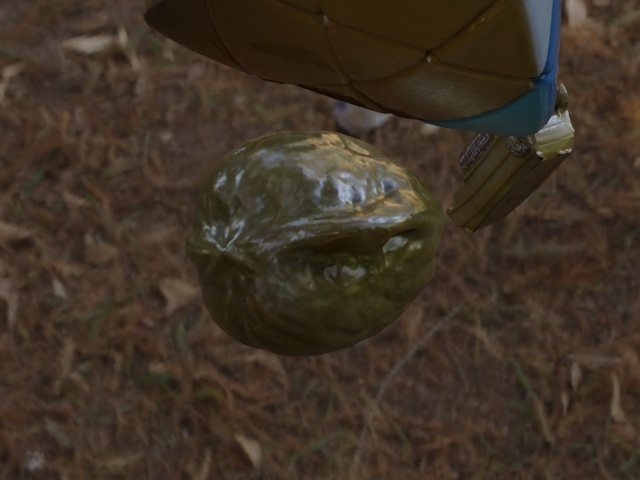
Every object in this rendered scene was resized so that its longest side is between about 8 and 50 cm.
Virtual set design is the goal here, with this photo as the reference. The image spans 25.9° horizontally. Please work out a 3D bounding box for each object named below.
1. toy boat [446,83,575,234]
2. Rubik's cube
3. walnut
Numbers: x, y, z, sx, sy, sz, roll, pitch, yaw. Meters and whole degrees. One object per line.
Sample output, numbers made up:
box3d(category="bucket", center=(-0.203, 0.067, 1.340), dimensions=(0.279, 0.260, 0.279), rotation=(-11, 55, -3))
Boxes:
box3d(category="toy boat", center=(0.253, -0.115, 1.909), dimensions=(0.089, 0.310, 0.115), rotation=(-22, 75, -25))
box3d(category="Rubik's cube", center=(0.048, -0.199, 0.710), dimensions=(0.254, 0.254, 0.254), rotation=(-4, 52, 5))
box3d(category="walnut", center=(0.000, 0.000, 1.424), dimensions=(0.283, 0.283, 0.227), rotation=(-6, 92, 4))
